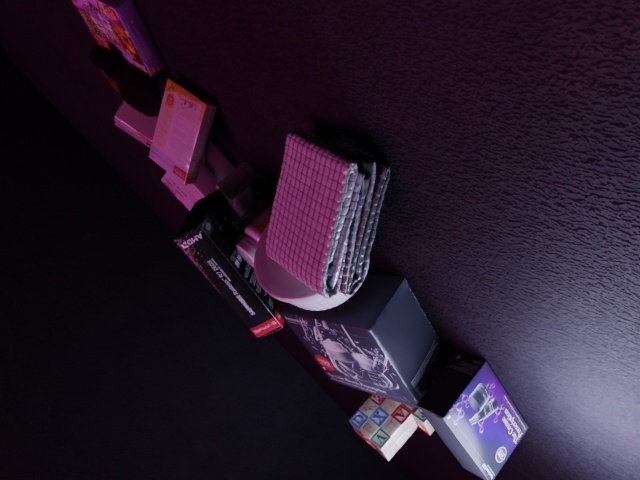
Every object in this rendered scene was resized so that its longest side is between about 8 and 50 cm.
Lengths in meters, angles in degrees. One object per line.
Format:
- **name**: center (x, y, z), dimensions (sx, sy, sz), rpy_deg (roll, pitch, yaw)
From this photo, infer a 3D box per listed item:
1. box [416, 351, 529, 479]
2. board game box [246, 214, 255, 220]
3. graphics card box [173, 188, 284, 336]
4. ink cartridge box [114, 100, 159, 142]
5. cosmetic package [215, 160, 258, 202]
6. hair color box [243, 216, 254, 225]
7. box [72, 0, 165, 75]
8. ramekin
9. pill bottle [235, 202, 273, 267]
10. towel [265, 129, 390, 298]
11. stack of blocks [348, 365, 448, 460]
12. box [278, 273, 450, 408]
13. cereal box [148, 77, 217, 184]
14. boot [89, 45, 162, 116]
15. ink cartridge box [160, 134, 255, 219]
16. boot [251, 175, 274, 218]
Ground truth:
- **box**: center (0.384, 0.440, 1.299), dimensions (0.261, 0.184, 0.103), rpy_deg (54, 160, -22)
- **board game box**: center (-0.191, 0.002, 1.863), dimensions (0.259, 0.039, 0.124), rpy_deg (38, 159, 17)
- **graphics card box**: center (-0.230, 0.062, 1.444), dimensions (0.370, 0.094, 0.232), rpy_deg (55, -162, -24)
- **ink cartridge box**: center (-0.607, -0.396, 1.766), dimensions (0.159, 0.092, 0.218), rpy_deg (35, 174, -20)
- **cosmetic package**: center (-0.240, -0.168, 1.495), dimensions (0.060, 0.115, 0.041), rpy_deg (48, 160, -1)
- **hair color box**: center (-0.154, 0.061, 1.722), dimensions (0.347, 0.105, 0.173), rpy_deg (24, 141, 39)
- **box**: center (-0.563, -0.588, 1.419), dimensions (0.293, 0.057, 0.200), rpy_deg (34, 158, 32)
- **ramekin**: center (-0.009, 0.040, 1.224), dimensions (0.273, 0.272, 0.127), rpy_deg (31, 169, 38)
- **pill bottle**: center (-0.117, -0.027, 1.367), dimensions (0.117, 0.215, 0.117), rpy_deg (40, 161, 17)
- **towel**: center (0.006, -0.057, 1.033), dimensions (0.235, 0.122, 0.283), rpy_deg (35, 119, 49)
- **stack of blocks**: center (0.247, 0.463, 1.460), dimensions (0.171, 0.297, 0.087), rpy_deg (30, 155, 43)
- **box**: center (0.115, 0.253, 1.402), dimensions (0.343, 0.179, 0.312), rpy_deg (1, 132, 48)
- **cereal box**: center (-0.380, -0.297, 1.426), dimensions (0.173, 0.047, 0.240), rpy_deg (37, 119, 26)
- **boot**: center (-0.542, -0.431, 1.568), dimensions (0.264, 0.096, 0.280), rpy_deg (36, 177, 5)
- **ink cartridge box**: center (-0.376, -0.168, 1.727), dimensions (0.270, 0.151, 0.395), rpy_deg (50, 159, -13)
- **boot**: center (-0.160, -0.105, 1.534), dimensions (0.244, 0.089, 0.176), rpy_deg (-120, 22, -80)
